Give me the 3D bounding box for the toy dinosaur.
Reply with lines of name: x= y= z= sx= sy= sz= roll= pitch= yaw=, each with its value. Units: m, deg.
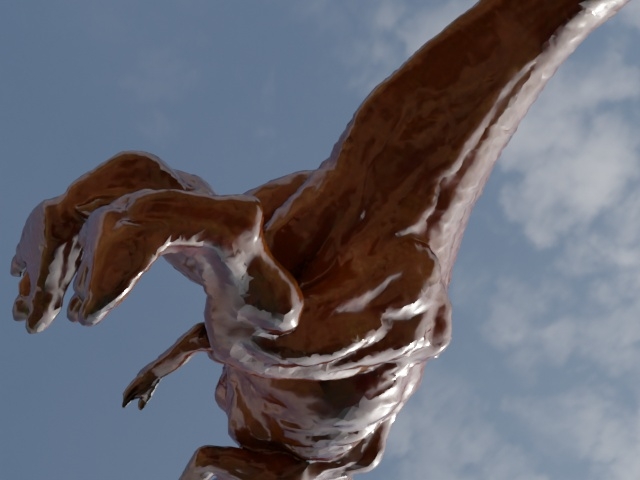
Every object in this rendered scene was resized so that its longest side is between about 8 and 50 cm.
toy dinosaur: x=0.000 y=0.000 z=0.537 sx=0.208 sy=0.432 sz=0.097 roll=9 pitch=-140 yaw=-33
